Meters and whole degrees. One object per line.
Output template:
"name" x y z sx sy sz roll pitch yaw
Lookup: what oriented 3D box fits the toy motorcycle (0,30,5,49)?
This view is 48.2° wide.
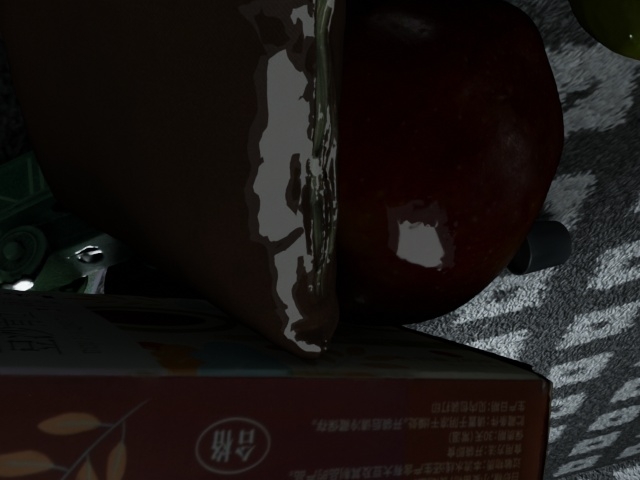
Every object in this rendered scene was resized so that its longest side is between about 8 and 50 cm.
"toy motorcycle" -0.299 -0.174 0.523 0.216 0.080 0.122 -8 148 -14

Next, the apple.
"apple" 0.052 -0.077 0.605 0.317 0.288 0.288 -36 162 -38

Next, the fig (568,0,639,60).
"fig" 0.282 -0.251 0.557 0.207 0.207 0.230 -35 125 26

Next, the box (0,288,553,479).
"box" -0.091 0.121 0.551 0.386 0.122 0.345 6 180 -28

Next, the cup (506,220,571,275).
"cup" 0.316 0.009 1.073 0.077 0.078 0.100 -8 180 -20

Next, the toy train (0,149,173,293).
"toy train" -0.225 -0.023 0.707 0.270 0.154 0.115 -23 144 11

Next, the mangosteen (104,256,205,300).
"mangosteen" -0.151 0.090 0.818 0.212 0.249 0.211 6 154 3

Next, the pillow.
"pillow" -0.106 -0.112 0.435 0.108 0.306 0.307 -26 129 -40

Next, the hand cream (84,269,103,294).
"hand cream" -0.313 0.062 0.903 0.076 0.047 0.174 4 133 -27
